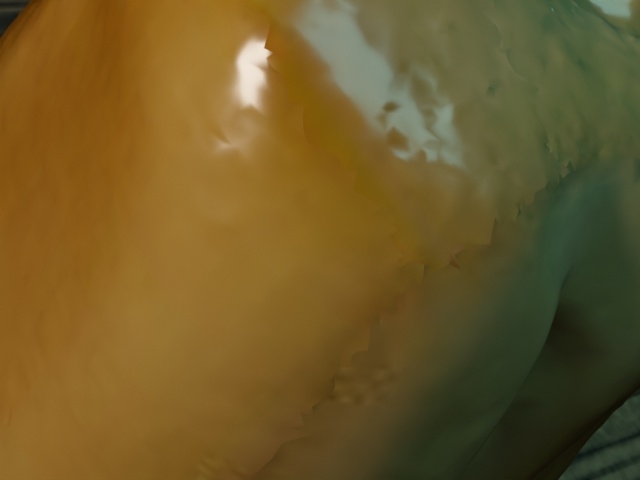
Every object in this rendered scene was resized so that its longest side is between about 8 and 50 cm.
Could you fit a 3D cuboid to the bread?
[{"bbox_3d":[0.000,0.000,0.708,0.348,0.376,0.253,-20,67,-47],"label":"bread"}]
